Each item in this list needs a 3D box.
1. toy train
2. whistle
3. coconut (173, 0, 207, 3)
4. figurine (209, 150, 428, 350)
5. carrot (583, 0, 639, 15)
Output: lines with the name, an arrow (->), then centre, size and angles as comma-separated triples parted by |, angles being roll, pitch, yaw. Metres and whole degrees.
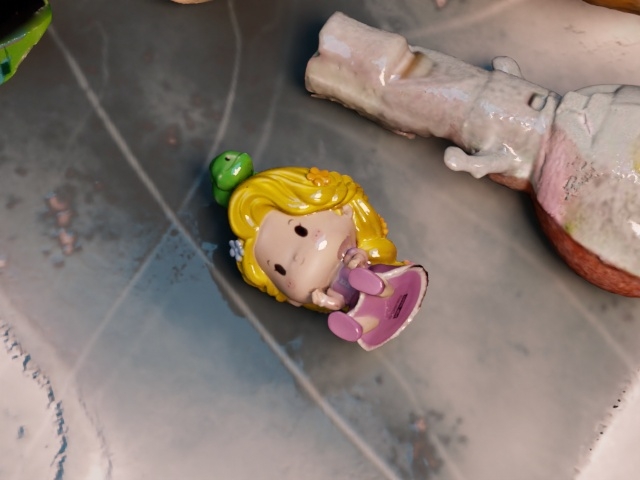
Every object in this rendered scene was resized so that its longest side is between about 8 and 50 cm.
toy train -> -0.267, -0.100, 1.012 | 0.209, 0.042, 0.044 | -27, 55, -19
whistle -> 0.155, -0.059, 1.040 | 0.346, 0.133, 0.142 | 23, 70, 9
coconut -> -0.077, -0.220, 1.057 | 0.116, 0.122, 0.116 | 3, 86, -45
figurine -> 0.000, 0.000, 1.012 | 0.156, 0.115, 0.094 | 33, 100, 23
carrot -> 0.174, -0.276, 1.069 | 0.341, 0.224, 0.224 | 11, 68, 2
